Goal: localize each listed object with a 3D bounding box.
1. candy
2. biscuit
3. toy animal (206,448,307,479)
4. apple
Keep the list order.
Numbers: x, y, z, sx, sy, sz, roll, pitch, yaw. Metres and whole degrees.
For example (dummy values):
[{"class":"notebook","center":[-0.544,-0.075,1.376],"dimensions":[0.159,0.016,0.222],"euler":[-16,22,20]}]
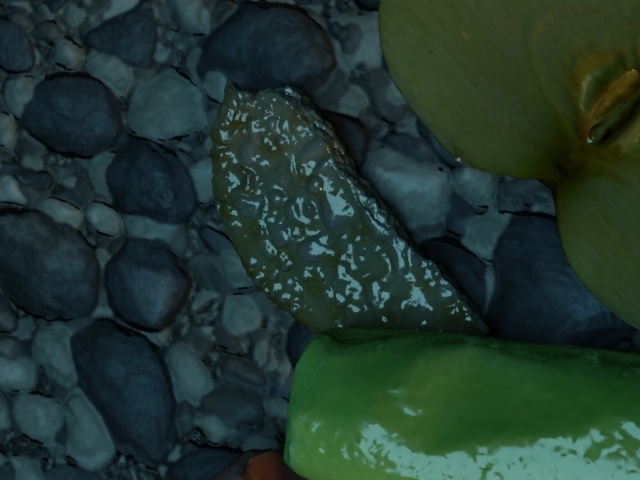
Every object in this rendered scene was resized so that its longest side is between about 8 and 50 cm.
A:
[{"class":"candy","center":[0.143,0.144,1.392],"dimensions":[0.344,0.132,0.142],"euler":[6,87,18]},{"class":"biscuit","center":[0.001,0.000,1.505],"dimensions":[0.290,0.038,0.141],"euler":[49,117,7]},{"class":"toy animal","center":[-0.076,0.280,1.513],"dimensions":[0.281,0.169,0.195],"euler":[-46,35,28]},{"class":"apple","center":[0.222,-0.103,1.224],"dimensions":[0.360,0.320,0.311],"euler":[131,141,-60]}]
